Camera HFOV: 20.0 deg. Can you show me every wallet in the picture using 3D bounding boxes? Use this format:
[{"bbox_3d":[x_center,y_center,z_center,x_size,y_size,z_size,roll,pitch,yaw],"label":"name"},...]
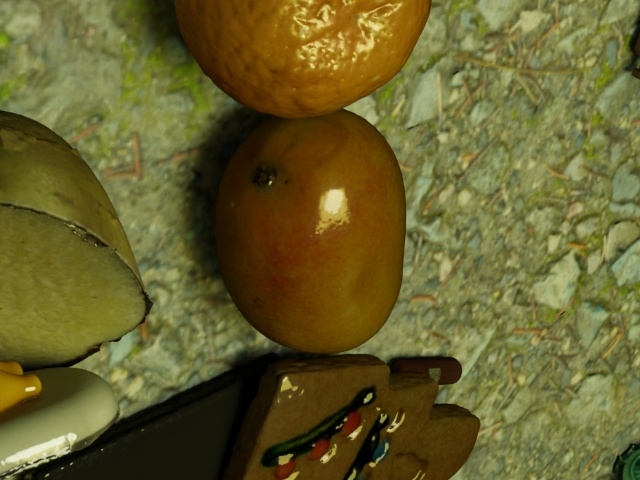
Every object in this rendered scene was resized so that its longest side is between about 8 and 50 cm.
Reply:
[{"bbox_3d":[-0.118,0.179,1.375,0.244,0.025,0.124,-23,129,-38],"label":"wallet"}]

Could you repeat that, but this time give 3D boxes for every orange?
[{"bbox_3d":[-0.012,-0.169,1.194,0.177,0.155,0.178,-14,113,-36],"label":"orange"}]

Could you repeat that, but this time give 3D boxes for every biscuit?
[{"bbox_3d":[0.007,0.196,1.464,0.278,0.043,0.301,-43,142,-11],"label":"biscuit"}]

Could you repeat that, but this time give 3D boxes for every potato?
[{"bbox_3d":[-0.195,-0.012,1.125,0.202,0.182,0.117,58,27,-54],"label":"potato"}]

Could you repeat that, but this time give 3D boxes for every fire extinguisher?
[{"bbox_3d":[0.075,0.120,1.543,0.100,0.032,0.046,0,147,-44],"label":"fire extinguisher"}]

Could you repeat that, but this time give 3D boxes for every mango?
[{"bbox_3d":[-0.004,0.002,1.323,0.151,0.120,0.221,-36,140,-28],"label":"mango"}]

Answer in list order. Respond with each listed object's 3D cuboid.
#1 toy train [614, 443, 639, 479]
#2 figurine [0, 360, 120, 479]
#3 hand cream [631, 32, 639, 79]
[{"bbox_3d":[0.406,0.248,1.842,0.203,0.163,0.112,-45,138,-18],"label":"toy train"},{"bbox_3d":[-0.256,0.073,1.099,0.250,0.166,0.141,-17,105,-24],"label":"figurine"},{"bbox_3d":[0.322,-0.236,1.574,0.043,0.067,0.210,-11,125,-65],"label":"hand cream"}]
